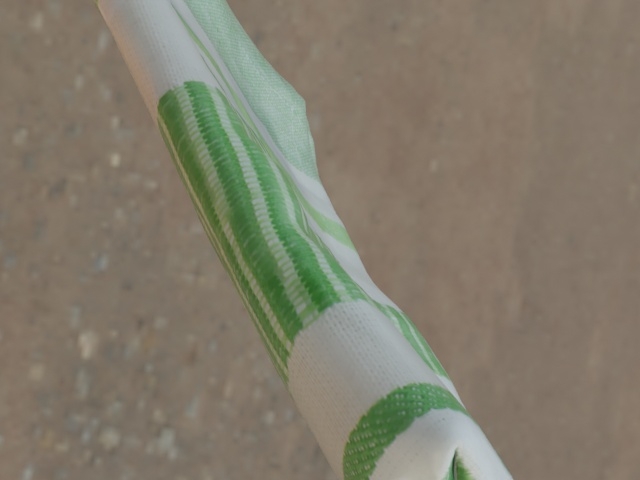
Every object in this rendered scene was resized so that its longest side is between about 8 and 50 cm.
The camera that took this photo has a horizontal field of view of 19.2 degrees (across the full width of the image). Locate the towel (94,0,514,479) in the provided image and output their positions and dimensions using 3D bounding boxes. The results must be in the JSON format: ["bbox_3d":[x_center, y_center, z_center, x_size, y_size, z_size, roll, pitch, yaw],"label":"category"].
[{"bbox_3d":[0.000,0.000,0.564,0.248,0.038,0.325,56,5,-50],"label":"towel"}]
